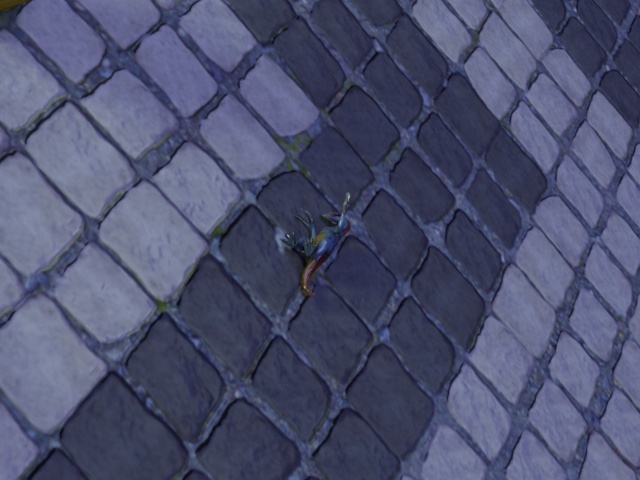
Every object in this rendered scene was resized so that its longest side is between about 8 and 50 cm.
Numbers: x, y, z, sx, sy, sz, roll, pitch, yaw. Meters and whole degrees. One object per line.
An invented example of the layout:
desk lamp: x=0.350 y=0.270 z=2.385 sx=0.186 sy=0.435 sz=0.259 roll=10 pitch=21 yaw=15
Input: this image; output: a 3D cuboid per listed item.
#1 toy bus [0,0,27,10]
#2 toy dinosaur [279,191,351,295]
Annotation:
toy bus: x=-0.248 y=-0.237 z=0.986 sx=0.202 sy=0.191 sz=0.104 roll=-6 pitch=69 yaw=-50
toy dinosaur: x=0.000 y=0.000 z=1.229 sx=0.082 sy=0.047 sz=0.090 roll=-2 pitch=99 yaw=-58
